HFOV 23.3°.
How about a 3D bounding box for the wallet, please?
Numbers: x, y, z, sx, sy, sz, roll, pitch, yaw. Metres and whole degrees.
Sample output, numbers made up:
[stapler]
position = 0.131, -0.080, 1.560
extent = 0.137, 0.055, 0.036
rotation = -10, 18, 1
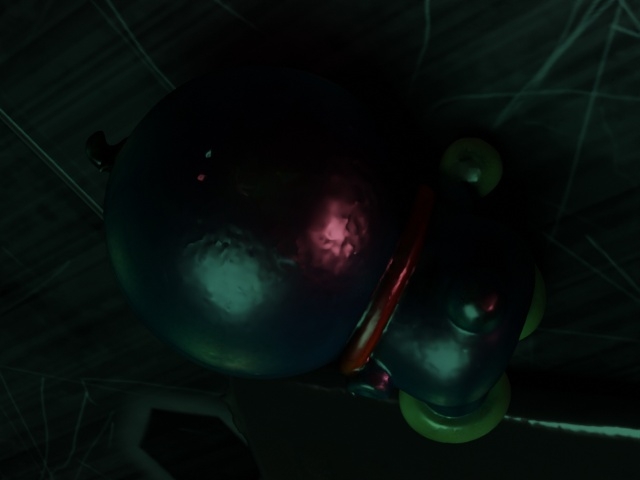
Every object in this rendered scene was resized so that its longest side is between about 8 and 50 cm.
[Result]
[wallet]
position = 0.108, 0.176, 1.212
extent = 0.377, 0.051, 0.197
rotation = 7, 133, 24

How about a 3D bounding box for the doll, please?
[doll]
position = 0.000, 0.001, 0.989
extent = 0.322, 0.198, 0.186
rotation = 19, 167, -2
